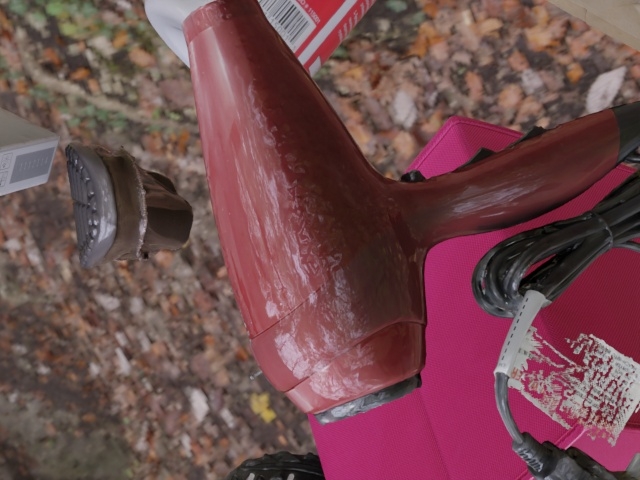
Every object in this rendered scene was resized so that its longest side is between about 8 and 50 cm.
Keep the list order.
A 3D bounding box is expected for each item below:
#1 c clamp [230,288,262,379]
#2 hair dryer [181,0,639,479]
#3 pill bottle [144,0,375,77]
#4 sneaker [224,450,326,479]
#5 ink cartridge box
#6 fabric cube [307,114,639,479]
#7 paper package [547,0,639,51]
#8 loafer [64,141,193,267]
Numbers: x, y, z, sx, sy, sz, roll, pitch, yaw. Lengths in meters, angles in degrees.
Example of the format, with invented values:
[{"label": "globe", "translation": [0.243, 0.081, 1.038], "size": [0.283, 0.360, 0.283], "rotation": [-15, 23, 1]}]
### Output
[{"label": "c clamp", "translation": [-0.078, 0.106, 1.721], "size": [0.161, 0.137, 0.022], "rotation": [62, 163, 10]}, {"label": "hair dryer", "translation": [0.057, -0.011, 0.529], "size": [0.293, 0.224, 0.080], "rotation": [32, 157, -9]}, {"label": "pill bottle", "translation": [-0.018, -0.380, 1.491], "size": [0.229, 0.408, 0.229], "rotation": [38, 171, 7]}, {"label": "sneaker", "translation": [0.037, 0.256, 0.900], "size": [0.271, 0.100, 0.108], "rotation": [28, 130, -13]}, {"label": "ink cartridge box", "translation": [-0.457, -0.111, 1.177], "size": [0.261, 0.296, 0.066], "rotation": [24, 108, 13]}, {"label": "fabric cube", "translation": [0.160, 0.109, 0.844], "size": [0.259, 0.254, 0.258], "rotation": [-52, 41, 35]}, {"label": "paper package", "translation": [0.337, -0.376, 1.118], "size": [0.309, 0.325, 0.168], "rotation": [36, 165, 26]}, {"label": "loafer", "translation": [-0.209, -0.043, 1.286], "size": [0.366, 0.130, 0.134], "rotation": [177, 86, -81]}]
